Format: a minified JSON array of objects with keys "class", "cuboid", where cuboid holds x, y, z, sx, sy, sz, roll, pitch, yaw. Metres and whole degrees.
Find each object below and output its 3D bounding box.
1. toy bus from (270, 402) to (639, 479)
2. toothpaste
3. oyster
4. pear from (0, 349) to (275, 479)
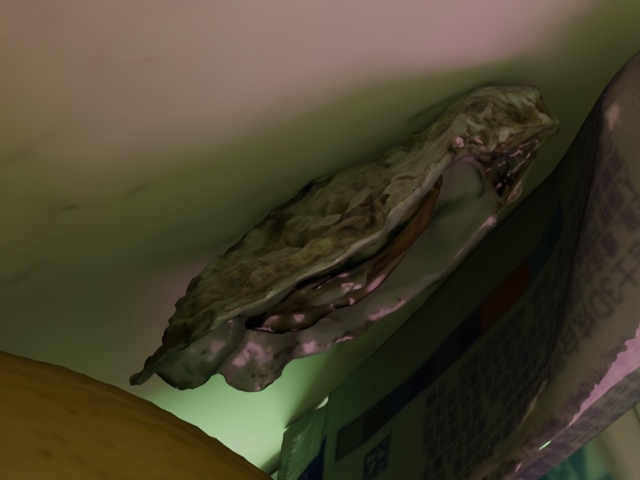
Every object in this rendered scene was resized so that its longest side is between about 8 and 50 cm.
[{"class":"toy bus","cuboid":[0.040,0.120,0.668,0.131,0.106,0.297,7,142,-41]},{"class":"toothpaste","cuboid":[0.061,0.023,0.510,0.282,0.068,0.099,-48,171,37]},{"class":"oyster","cuboid":[0.001,0.000,0.471,0.100,0.037,0.098,-18,160,-48]},{"class":"pear","cuboid":[-0.105,0.186,0.411,0.348,0.348,0.348,-19,154,-10]}]
